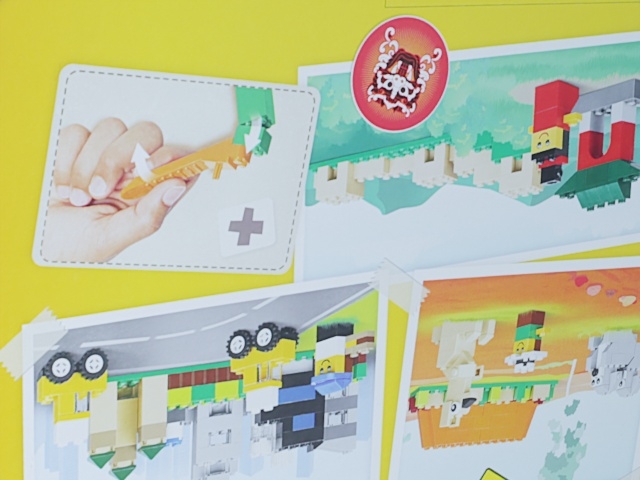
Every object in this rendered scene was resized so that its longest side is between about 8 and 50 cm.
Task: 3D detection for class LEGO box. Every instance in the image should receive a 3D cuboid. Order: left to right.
[{"bbox_3d":[0.000,0.000,0.943,0.500,0.193,0.373,-5,108,-31],"label":"LEGO box"}]
